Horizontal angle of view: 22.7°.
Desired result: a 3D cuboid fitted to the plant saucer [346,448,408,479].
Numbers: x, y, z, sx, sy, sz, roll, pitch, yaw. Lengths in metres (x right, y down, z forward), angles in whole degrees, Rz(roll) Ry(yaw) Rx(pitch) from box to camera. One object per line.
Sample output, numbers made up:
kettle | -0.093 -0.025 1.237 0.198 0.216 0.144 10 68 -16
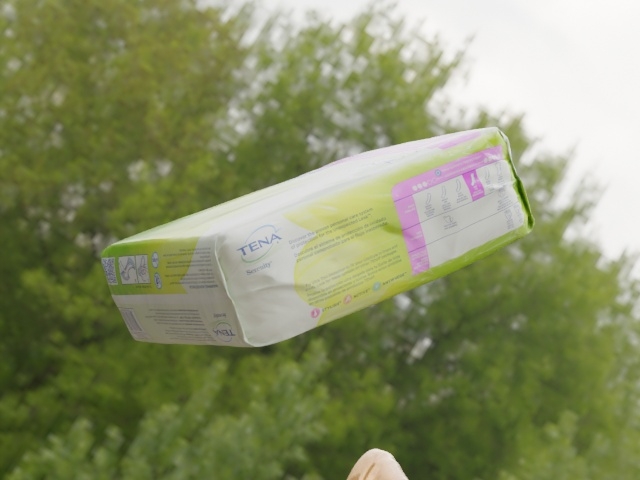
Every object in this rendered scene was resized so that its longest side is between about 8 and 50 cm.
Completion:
plant saucer | 0.046 0.293 1.470 0.037 0.200 0.200 10 -20 20

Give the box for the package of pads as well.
package of pads | 0.000 0.000 1.306 0.229 0.296 0.101 -5 -75 60
